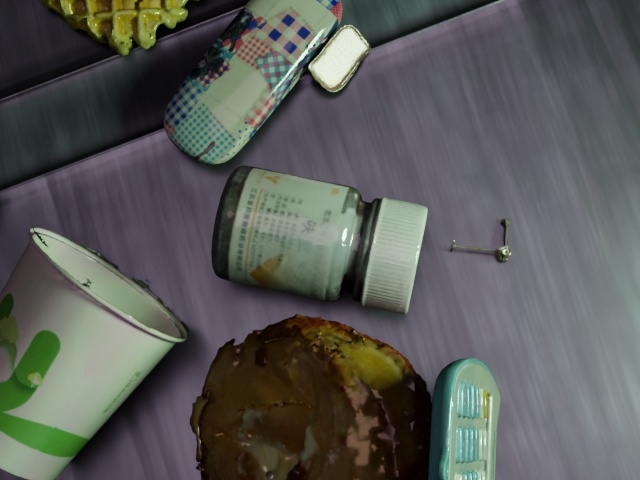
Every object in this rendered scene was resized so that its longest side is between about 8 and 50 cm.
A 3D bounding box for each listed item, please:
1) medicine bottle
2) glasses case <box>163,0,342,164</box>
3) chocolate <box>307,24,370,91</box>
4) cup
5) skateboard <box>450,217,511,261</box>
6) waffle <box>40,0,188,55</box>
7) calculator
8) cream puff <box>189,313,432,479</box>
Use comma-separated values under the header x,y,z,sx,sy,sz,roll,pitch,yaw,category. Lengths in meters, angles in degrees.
x,y,z,sx,sy,sz,roll,pitch,yaw,category
0.000,0.000,1.397,0.273,0.165,0.165,12,81,7,medicine bottle
-0.097,-0.255,1.494,0.125,0.076,0.327,36,84,12,glasses case
0.023,-0.269,1.507,0.064,0.031,0.100,39,81,-29,chocolate
-0.352,0.156,1.366,0.253,0.253,0.274,36,92,9,cup
0.227,-0.004,1.455,0.083,0.032,0.064,4,70,2,skateboard
-0.299,-0.420,1.549,0.261,0.056,0.250,37,84,11,waffle
0.172,0.271,1.231,0.054,0.386,0.256,1,80,14,calculator
0.007,0.263,1.306,0.350,0.229,0.350,-8,75,34,cream puff
